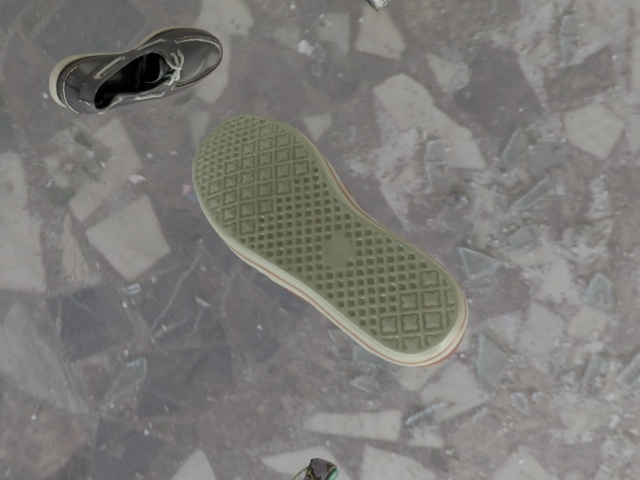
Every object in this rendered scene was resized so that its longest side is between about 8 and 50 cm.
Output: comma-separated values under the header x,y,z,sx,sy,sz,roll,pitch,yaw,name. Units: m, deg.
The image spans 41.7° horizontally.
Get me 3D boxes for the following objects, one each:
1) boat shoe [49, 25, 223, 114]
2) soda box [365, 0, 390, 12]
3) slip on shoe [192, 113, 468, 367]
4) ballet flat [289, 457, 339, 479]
x,y,z,sx,sy,sz,roll,pitch,yaw,name
-0.171,-0.169,0.864,0.206,0.065,0.075,-26,130,-40,boat shoe
0.093,-0.294,0.777,0.169,0.060,0.053,-38,145,4,soda box
0.000,0.000,0.756,0.123,0.101,0.331,-47,61,-6,slip on shoe
-0.027,0.264,0.830,0.041,0.041,0.114,41,70,-16,ballet flat
